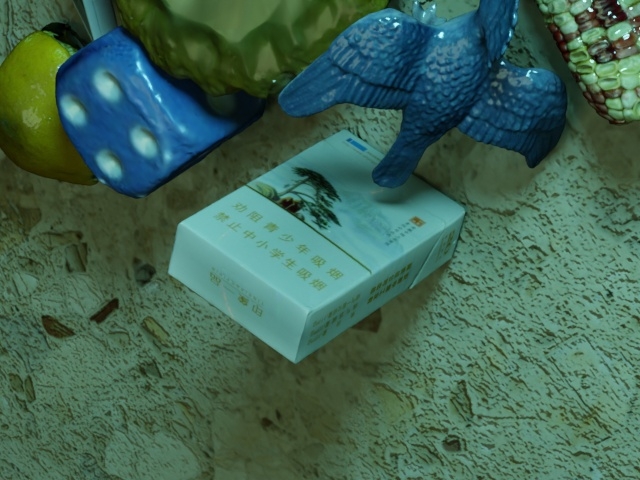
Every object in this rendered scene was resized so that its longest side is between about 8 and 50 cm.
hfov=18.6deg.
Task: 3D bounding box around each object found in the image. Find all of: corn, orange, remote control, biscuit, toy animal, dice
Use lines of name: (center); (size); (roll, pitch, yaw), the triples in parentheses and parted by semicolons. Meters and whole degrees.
corn: (0.199, -0.224, 1.504); (0.098, 0.098, 0.290); (-22, 95, 46)
orange: (-0.275, -0.131, 1.967); (0.160, 0.112, 0.170); (-8, 97, 44)
remote control: (-0.233, -0.292, 1.797); (0.250, 0.034, 0.103); (83, 162, -56)
biscuit: (-0.056, -0.290, 1.649); (0.335, 0.078, 0.329); (-16, 97, 27)
toy animal: (0.097, -0.131, 1.582); (0.239, 0.176, 0.255); (15, 117, -9)
dice: (-0.150, -0.134, 1.823); (0.146, 0.143, 0.146); (-27, 94, 47)

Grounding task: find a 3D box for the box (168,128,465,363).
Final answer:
box: (0.000, -0.001, 1.704); (0.149, 0.233, 0.067); (37, 132, 21)
